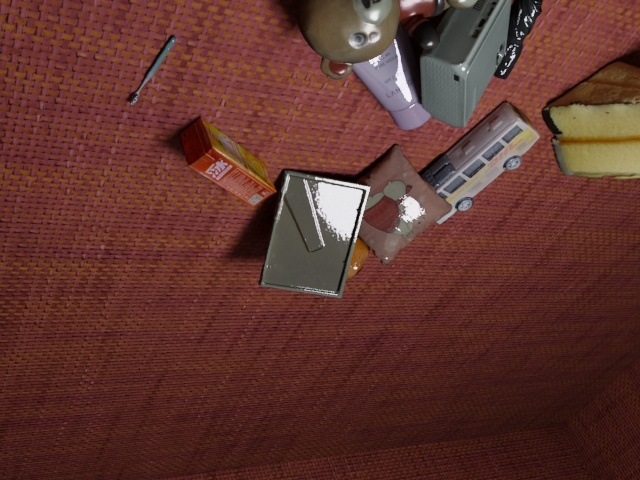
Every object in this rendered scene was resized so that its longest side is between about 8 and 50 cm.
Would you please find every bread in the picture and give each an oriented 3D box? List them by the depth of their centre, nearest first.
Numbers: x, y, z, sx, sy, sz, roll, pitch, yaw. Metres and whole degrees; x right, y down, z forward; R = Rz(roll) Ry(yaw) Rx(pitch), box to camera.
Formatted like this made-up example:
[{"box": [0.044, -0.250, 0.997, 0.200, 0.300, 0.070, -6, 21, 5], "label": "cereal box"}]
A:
[{"box": [0.758, -0.239, 1.890, 0.242, 0.405, 0.345, -39, 131, 4], "label": "bread"}]

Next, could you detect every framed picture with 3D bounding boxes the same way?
[{"box": [-0.015, -0.011, 1.843, 0.213, 0.016, 0.289, 9, 106, -15], "label": "framed picture"}]

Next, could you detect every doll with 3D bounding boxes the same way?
[{"box": [0.112, -0.447, 1.397, 0.330, 0.174, 0.235, -24, 112, -4], "label": "doll"}]

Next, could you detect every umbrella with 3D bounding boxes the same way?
[{"box": [0.422, -0.453, 1.640, 0.059, 0.066, 0.235, 1, 136, -21], "label": "umbrella"}]

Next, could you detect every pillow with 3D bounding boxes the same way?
[{"box": [0.168, -0.085, 1.891, 0.236, 0.084, 0.223, -39, 103, 8], "label": "pillow"}]

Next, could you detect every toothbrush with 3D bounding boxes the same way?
[{"box": [-0.313, -0.314, 1.447, 0.011, 0.014, 0.167, 21, 126, -34], "label": "toothbrush"}]

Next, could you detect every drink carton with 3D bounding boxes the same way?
[{"box": [-0.194, -0.161, 1.642, 0.071, 0.096, 0.223, -35, 143, 16], "label": "drink carton"}]

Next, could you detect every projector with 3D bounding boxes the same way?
[{"box": [0.282, -0.368, 1.528, 0.198, 0.108, 0.250, -60, 163, -10], "label": "projector"}]

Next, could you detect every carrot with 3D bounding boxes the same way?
[{"box": [0.000, 0.000, 1.933, 0.159, 0.159, 0.225, -40, 127, 21], "label": "carrot"}]

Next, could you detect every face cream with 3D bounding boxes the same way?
[{"box": [0.144, -0.354, 1.605, 0.154, 0.096, 0.274, -28, 131, 12], "label": "face cream"}]

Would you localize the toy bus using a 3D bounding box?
[{"box": [0.379, -0.186, 1.931, 0.342, 0.097, 0.138, -41, 139, 23], "label": "toy bus"}]
